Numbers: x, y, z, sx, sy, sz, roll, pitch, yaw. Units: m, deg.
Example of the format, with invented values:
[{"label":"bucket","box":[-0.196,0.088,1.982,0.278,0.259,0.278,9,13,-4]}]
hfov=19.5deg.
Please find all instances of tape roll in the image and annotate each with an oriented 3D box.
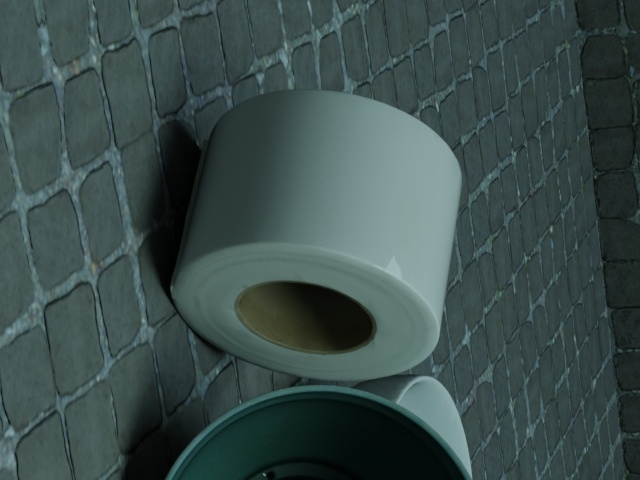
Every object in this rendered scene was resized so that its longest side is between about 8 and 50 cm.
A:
[{"label":"tape roll","box":[0.000,0.000,1.701,0.246,0.246,0.169,59,35,-51]}]

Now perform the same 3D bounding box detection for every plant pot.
[{"label":"plant pot","box":[-0.011,0.279,1.654,0.196,0.293,0.293,131,-40,-81]}]

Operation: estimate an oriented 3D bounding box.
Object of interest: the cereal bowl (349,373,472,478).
[{"label":"cereal bowl","box":[0.049,0.307,1.936,0.339,0.141,0.339,-3,90,-69]}]
